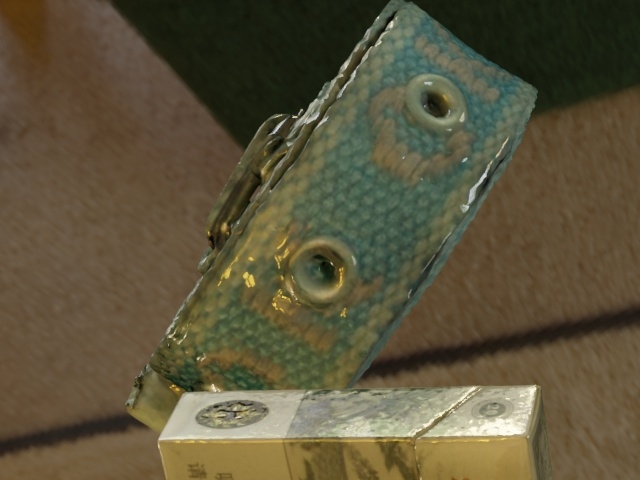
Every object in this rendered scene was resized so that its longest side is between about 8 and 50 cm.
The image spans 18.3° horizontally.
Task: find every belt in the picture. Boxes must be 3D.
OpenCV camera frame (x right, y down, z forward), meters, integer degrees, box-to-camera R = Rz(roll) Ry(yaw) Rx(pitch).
[{"bbox_3d":[0.005,-0.007,0.727,0.082,0.148,0.163,33,56,-2],"label":"belt"}]

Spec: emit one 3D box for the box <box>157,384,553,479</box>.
[{"bbox_3d":[0.010,0.060,0.439,0.083,0.054,0.024,-3,25,16],"label":"box"}]
